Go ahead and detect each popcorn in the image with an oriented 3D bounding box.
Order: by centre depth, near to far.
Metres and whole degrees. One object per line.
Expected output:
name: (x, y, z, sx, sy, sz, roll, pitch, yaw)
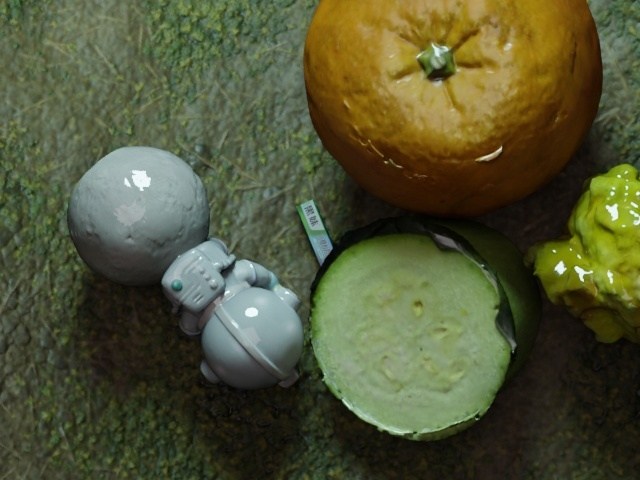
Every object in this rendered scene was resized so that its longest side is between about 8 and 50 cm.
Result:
popcorn: (0.298, 0.026, 1.301, 0.197, 0.197, 0.155, 36, 104, 13)

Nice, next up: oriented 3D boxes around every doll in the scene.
doll: (-0.124, 0.035, 1.387, 0.151, 0.151, 0.287, -44, 80, 1)

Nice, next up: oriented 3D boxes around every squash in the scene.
squash: (0.098, 0.080, 1.375, 0.220, 0.133, 0.220, 2, 95, 18)

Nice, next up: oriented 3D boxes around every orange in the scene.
orange: (0.123, -0.162, 1.329, 0.284, 0.226, 0.283, 0, 89, 8)

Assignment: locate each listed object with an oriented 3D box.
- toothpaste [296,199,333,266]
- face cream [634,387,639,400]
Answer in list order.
toothpaste: (0.000, 0.000, 1.432, 0.020, 0.017, 0.083, -24, 79, 6)
face cream: (0.418, 0.097, 1.316, 0.250, 0.077, 0.077, -38, 77, 4)
